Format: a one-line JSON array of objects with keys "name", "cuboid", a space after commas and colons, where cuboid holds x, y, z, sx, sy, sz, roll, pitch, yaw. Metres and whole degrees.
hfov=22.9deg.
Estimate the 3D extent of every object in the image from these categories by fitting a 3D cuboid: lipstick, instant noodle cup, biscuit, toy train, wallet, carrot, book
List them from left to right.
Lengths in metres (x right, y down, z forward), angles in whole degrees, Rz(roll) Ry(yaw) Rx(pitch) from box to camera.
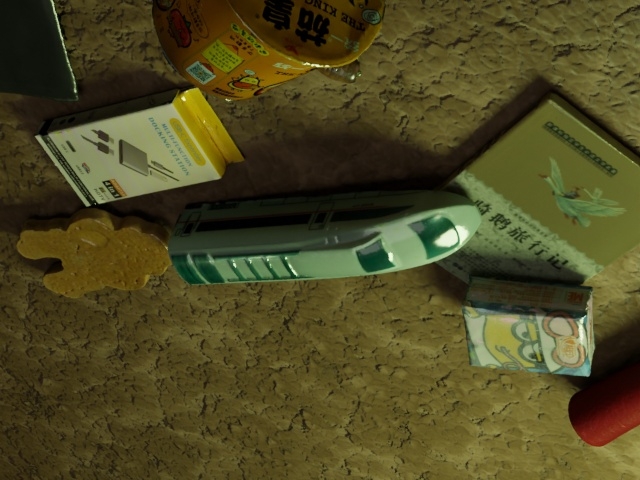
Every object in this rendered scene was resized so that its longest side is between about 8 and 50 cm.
[{"name": "wallet", "cuboid": [-0.458, -0.276, 1.897, 0.322, 0.041, 0.247, 6, 137, 14]}, {"name": "biscuit", "cuboid": [-0.297, 0.014, 2.128, 0.236, 0.040, 0.144, -10, 136, 29]}, {"name": "instant noodle cup", "cuboid": [-0.064, -0.251, 1.640, 0.216, 0.216, 0.172, 39, 144, -18]}, {"name": "carrot", "cuboid": [-0.028, -0.222, 1.770, 0.165, 0.036, 0.036, 28, 138, -3]}, {"name": "toy train", "cuboid": [0.000, 0.000, 1.928, 0.407, 0.088, 0.086, -4, 131, 32]}, {"name": "book", "cuboid": [0.254, -0.029, 1.857, 0.217, 0.021, 0.310, 35, 137, -13]}, {"name": "lipstick", "cuboid": [0.411, 0.180, 1.963, 0.080, 0.080, 0.241, 37, 135, -15]}]

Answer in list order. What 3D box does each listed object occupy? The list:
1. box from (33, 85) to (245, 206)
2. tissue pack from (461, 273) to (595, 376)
[{"name": "box", "cuboid": [-0.228, -0.115, 1.965, 0.247, 0.033, 0.129, -11, 128, 32]}, {"name": "tissue pack", "cuboid": [0.255, 0.105, 1.933, 0.155, 0.065, 0.116, 5, 137, 18]}]
